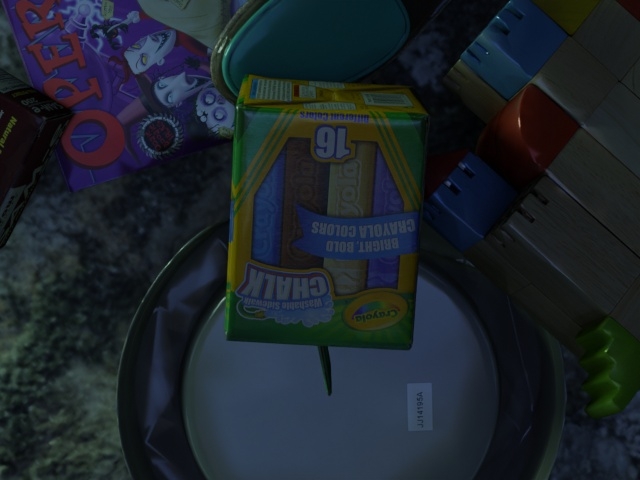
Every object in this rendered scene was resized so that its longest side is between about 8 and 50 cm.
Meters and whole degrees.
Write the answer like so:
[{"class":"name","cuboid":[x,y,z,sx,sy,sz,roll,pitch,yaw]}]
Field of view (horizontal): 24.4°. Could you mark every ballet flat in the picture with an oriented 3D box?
[{"class":"ballet flat","cuboid":[0.049,-0.204,1.136,0.316,0.106,0.107,-32,113,-3]}]

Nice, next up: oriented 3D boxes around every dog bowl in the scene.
[{"class":"dog bowl","cuboid":[0.016,0.119,1.190,0.348,0.102,0.349,0,99,-2]}]

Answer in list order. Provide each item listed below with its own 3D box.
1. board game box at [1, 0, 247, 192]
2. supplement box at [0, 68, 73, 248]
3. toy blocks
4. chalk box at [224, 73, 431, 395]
[{"class":"board game box","cuboid":[-0.154,-0.232,1.160,0.208,0.056,0.347,-18,99,6]},{"class":"supplement box","cuboid":[-0.328,-0.101,1.139,0.239,0.073,0.130,31,104,3]},{"class":"toy blocks","cuboid":[0.212,-0.093,1.099,0.261,0.191,0.381,41,71,-1]},{"class":"chalk box","cuboid":[0.000,0.000,1.048,0.132,0.132,0.213,4,104,-3]}]
